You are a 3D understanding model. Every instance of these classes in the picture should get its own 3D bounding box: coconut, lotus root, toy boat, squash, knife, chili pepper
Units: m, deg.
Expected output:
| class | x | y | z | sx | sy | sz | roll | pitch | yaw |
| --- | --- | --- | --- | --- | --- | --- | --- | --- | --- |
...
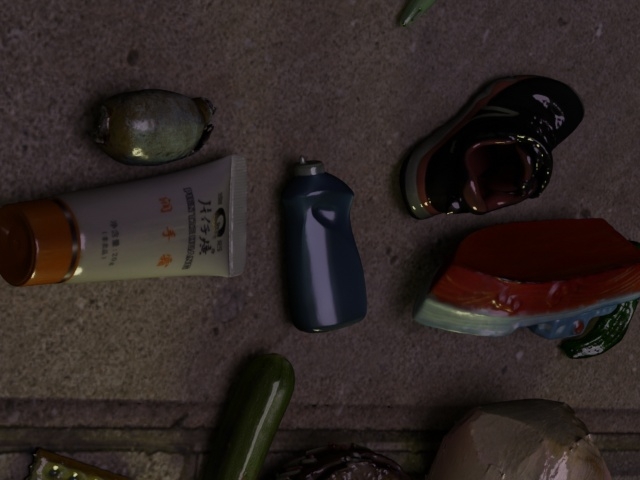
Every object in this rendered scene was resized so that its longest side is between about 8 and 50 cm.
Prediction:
| class | x | y | z | sx | sy | sz | roll | pitch | yaw |
| --- | --- | --- | --- | --- | --- | --- | --- | --- | --- |
| coconut | 0.246 | 0.301 | 2.139 | 0.227 | 0.227 | 0.230 | 29 | 80 | -37 |
| lotus root | -0.173 | -0.120 | 1.829 | 0.165 | 0.088 | 0.088 | -6 | 102 | -47 |
| toy boat | 0.253 | 0.063 | 2.162 | 0.332 | 0.145 | 0.133 | -6 | 129 | -37 |
| squash | -0.088 | 0.236 | 1.960 | 0.066 | 0.066 | 0.229 | 25 | 82 | -38 |
| knife | 0.184 | -0.360 | 2.104 | 0.293 | 0.020 | 0.043 | -52 | 122 | -20 |
| chili pepper | 0.389 | 0.086 | 2.321 | 0.073 | 0.050 | 0.182 | 32 | 80 | -44 |

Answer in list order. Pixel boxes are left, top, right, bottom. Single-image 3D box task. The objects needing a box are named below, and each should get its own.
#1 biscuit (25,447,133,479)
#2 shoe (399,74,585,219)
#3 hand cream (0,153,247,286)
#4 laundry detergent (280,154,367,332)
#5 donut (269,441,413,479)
| class | x | y | z | sx | sy | sz | roll | pitch | yaw |
| --- | --- | --- | --- | --- | --- | --- | --- | --- | --- |
| biscuit | -0.292 | 0.350 | 1.853 | 0.139 | 0.016 | 0.231 | 26 | 82 | -39 |
| shoe | 0.231 | -0.116 | 2.106 | 0.291 | 0.137 | 0.114 | -36 | 118 | -29 |
| hand cream | -0.198 | -0.006 | 1.831 | 0.314 | 0.089 | 0.139 | -13 | 108 | -44 |
| laundry detergent | -0.001 | 0.000 | 1.994 | 0.097 | 0.061 | 0.206 | -15 | 106 | -27 |
| donut | 0.015 | 0.370 | 2.042 | 0.270 | 0.103 | 0.269 | -6 | 101 | -35 |
